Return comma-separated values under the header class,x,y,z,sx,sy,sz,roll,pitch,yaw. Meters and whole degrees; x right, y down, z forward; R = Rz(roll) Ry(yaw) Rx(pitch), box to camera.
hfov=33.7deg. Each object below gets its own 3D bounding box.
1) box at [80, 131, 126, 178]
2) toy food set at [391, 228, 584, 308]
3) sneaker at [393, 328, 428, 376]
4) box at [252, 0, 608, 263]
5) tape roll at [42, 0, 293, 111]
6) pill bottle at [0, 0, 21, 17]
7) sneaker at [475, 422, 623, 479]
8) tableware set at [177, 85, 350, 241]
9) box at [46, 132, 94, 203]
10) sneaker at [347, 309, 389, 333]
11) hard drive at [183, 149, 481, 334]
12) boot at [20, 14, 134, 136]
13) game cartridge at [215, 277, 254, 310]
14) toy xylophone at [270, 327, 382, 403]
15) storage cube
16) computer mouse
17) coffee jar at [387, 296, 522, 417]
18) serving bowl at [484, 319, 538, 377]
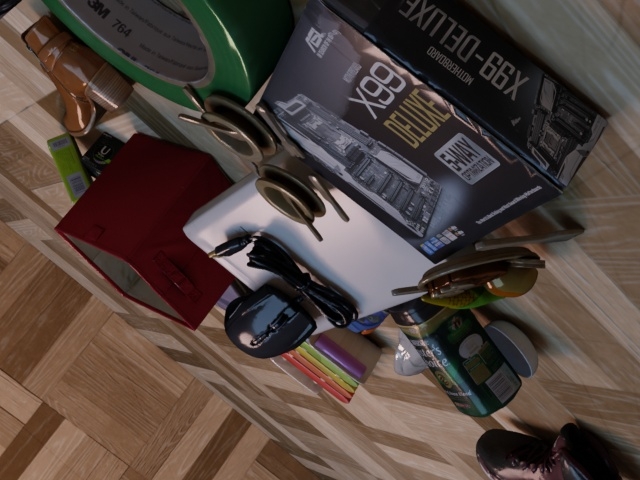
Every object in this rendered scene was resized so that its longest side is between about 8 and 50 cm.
class,x,y,z,sx,sy,sz,roll,pitch,yaw
box,-0.323,-0.119,1.668,0.083,0.062,0.052,30,160,19
toy food set,0.162,0.039,1.042,0.192,0.132,0.038,142,119,-62
sneaker,0.155,0.146,1.447,0.094,0.080,0.212,20,158,12
box,0.075,-0.106,0.934,0.242,0.076,0.307,37,163,-4
tape roll,-0.177,-0.257,1.022,0.321,0.077,0.321,32,163,11
pill bottle,-0.330,-0.258,0.974,0.123,0.123,0.219,43,161,-21
sneaker,0.333,0.305,1.517,0.281,0.106,0.162,26,141,44
tableware set,-0.062,-0.073,1.087,0.128,0.039,0.194,19,156,44
box,-0.408,-0.119,1.743,0.178,0.042,0.109,-157,45,-79
sneaker,0.015,0.034,1.434,0.221,0.083,0.087,37,147,-12
hard drive,0.000,0.000,1.268,0.233,0.047,0.353,41,149,-14
boot,-0.346,-0.226,1.433,0.152,0.073,0.197,41,150,-18
game cartridge,-0.239,0.020,1.882,0.230,0.068,0.355,19,156,32
toy xylophone,-0.016,0.177,1.822,0.236,0.081,0.322,36,162,3
storage cube,-0.230,-0.017,1.543,0.215,0.193,0.183,20,157,43
computer mouse,-0.088,0.084,1.365,0.184,0.060,0.262,41,149,-17
coffee jar,0.162,0.126,1.306,0.184,0.079,0.096,54,162,-10
serving bowl,0.238,0.128,1.295,0.083,0.027,0.083,49,167,15
